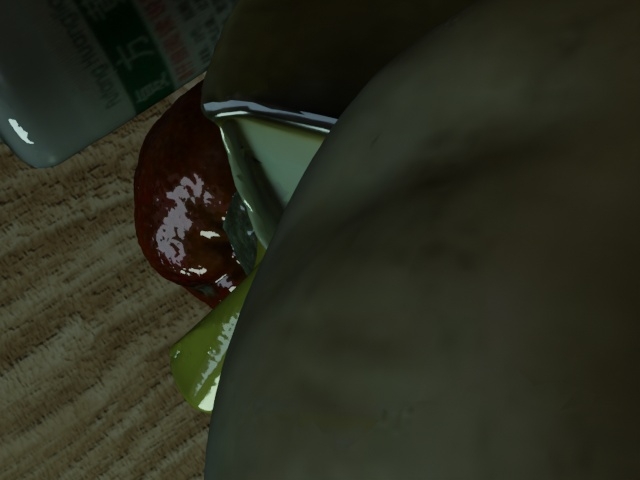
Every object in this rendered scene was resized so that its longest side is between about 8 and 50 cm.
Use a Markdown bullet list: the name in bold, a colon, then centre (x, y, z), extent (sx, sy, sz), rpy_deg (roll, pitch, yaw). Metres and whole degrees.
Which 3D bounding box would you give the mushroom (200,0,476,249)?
- **mushroom**: centre (0.101, -0.008, 0.858), extent (0.217, 0.212, 0.292), rpy_deg (7, 135, 20)

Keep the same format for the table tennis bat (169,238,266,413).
- **table tennis bat**: centre (0.000, 0.000, 1.151), extent (0.369, 0.054, 0.224), rpy_deg (-48, 63, 48)

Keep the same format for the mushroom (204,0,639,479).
- **mushroom**: centre (0.147, 0.083, 0.471), extent (0.336, 0.314, 0.314), rpy_deg (10, 142, 38)

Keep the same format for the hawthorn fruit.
- **hawthorn fruit**: centre (-0.048, -0.050, 1.503), extent (0.207, 0.207, 0.243), rpy_deg (61, -174, -31)

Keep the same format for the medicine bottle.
- **medicine bottle**: centre (-0.153, -0.152, 1.038), extent (0.208, 0.339, 0.208), rpy_deg (55, 174, 9)

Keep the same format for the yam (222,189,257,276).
- **yam**: centre (0.055, 0.040, 1.270), extent (0.268, 0.161, 0.161), rpy_deg (56, 174, 26)
